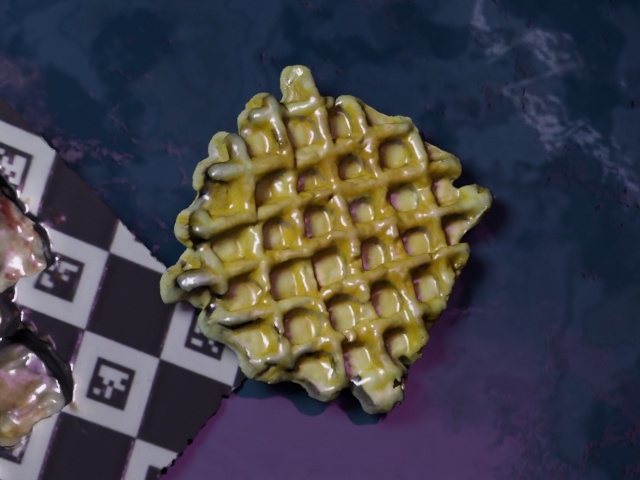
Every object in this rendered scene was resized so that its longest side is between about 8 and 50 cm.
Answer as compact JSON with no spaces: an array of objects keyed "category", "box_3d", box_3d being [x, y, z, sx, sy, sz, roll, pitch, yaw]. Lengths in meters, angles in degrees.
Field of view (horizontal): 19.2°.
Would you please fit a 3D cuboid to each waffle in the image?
[{"category":"waffle","box_3d":[-0.001,0.000,1.326,0.204,0.054,0.223,31,71,-13]}]

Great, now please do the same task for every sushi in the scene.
[{"category":"sushi","box_3d":[-0.230,0.089,1.259,0.292,0.059,0.294,49,62,-9]}]
